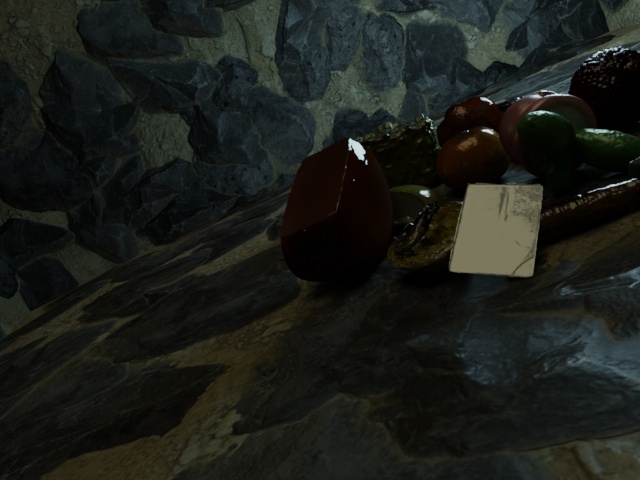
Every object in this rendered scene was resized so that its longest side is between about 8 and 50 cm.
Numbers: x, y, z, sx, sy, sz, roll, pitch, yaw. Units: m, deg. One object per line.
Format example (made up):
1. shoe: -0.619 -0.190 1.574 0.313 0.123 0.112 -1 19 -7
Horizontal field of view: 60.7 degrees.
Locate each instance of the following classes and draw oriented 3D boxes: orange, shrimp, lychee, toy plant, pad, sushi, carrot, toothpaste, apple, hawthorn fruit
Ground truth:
1. orange: 0.446 -0.243 1.618 0.224 0.170 0.224 -22 14 6
2. shrimp: 0.206 -0.031 1.203 0.161 0.034 0.091 -50 18 -27
3. lychee: 0.817 -0.413 1.529 0.235 0.236 0.271 -24 -11 4
4. toy plant: 0.560 -0.253 1.336 0.317 0.211 0.356 14 25 -10
5. pad: 0.345 -0.027 1.069 0.156 0.004 0.232 3 54 26
6. sushi: 0.251 -0.294 1.994 0.396 0.240 0.351 -17 15 18
7. carrot: 0.503 -0.053 1.066 0.260 0.070 0.070 -20 15 10
8. toothpaste: 0.714 -0.173 1.166 0.218 0.064 0.041 -28 30 -27
9. apple: 0.240 -0.101 1.577 0.265 0.120 0.193 -10 9 39
10. hawthorn fruit: 0.514 -0.341 1.788 0.224 0.224 0.261 -25 59 -17

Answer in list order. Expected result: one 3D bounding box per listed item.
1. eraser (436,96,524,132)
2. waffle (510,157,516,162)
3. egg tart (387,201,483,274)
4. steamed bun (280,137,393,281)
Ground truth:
1. eraser: 0.587 -0.390 1.949 0.332 0.155 0.101 -11 16 46
2. waffle: 0.666 -0.327 1.674 0.221 0.055 0.234 -44 5 24
3. egg tart: 0.261 0.008 1.197 0.232 0.098 0.252 -46 20 -32
4. steamed bun: 0.056 -0.059 1.426 0.235 0.248 0.379 -21 41 33
